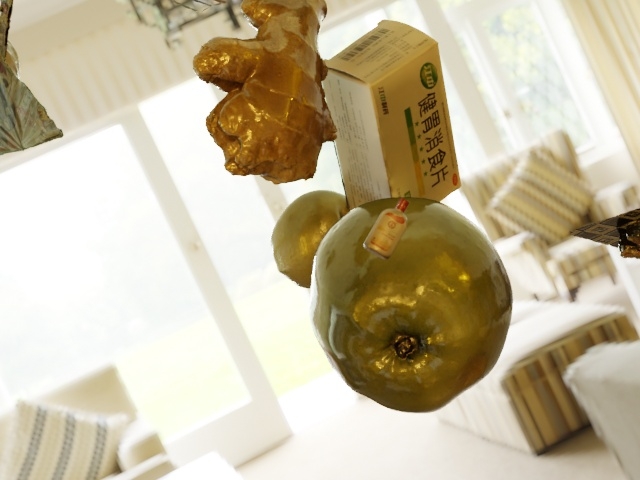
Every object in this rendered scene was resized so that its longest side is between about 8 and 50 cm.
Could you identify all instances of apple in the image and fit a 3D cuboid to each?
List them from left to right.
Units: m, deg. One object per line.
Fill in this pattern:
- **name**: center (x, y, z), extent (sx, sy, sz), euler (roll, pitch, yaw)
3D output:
- **apple**: center (0.000, 0.000, 2.250), extent (0.200, 0.200, 0.200), euler (-25, 4, 2)
- **apple**: center (0.146, 0.102, 1.905), extent (0.357, 0.357, 0.357), euler (-25, 4, 2)

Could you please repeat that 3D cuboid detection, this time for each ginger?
- **ginger**: center (-0.092, -0.263, 1.841), extent (0.236, 0.376, 0.166), euler (3, -39, -13)

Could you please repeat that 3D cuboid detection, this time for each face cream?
- **face cream**: center (0.092, -0.018, 1.539), extent (0.083, 0.040, 0.021), euler (-60, -3, -13)

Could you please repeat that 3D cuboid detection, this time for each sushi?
- **sushi**: center (0.522, -0.001, 1.818), extent (0.192, 0.040, 0.210), euler (13, -22, -31)

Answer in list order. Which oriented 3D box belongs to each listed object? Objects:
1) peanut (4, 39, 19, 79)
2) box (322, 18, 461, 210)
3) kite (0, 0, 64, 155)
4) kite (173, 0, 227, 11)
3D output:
- **peanut**: center (-0.714, -0.387, 2.333), extent (0.174, 0.340, 0.158), euler (-35, -8, -21)
- **box**: center (0.126, -0.204, 2.090), extent (0.173, 0.333, 0.145), euler (-36, 41, -28)
- **kite**: center (-0.440, -0.231, 1.583), extent (0.011, 0.335, 0.314), euler (-25, -30, -36)
- **kite**: center (-0.288, -0.462, 2.175), extent (0.229, 0.016, 0.127), euler (20, 37, 21)
